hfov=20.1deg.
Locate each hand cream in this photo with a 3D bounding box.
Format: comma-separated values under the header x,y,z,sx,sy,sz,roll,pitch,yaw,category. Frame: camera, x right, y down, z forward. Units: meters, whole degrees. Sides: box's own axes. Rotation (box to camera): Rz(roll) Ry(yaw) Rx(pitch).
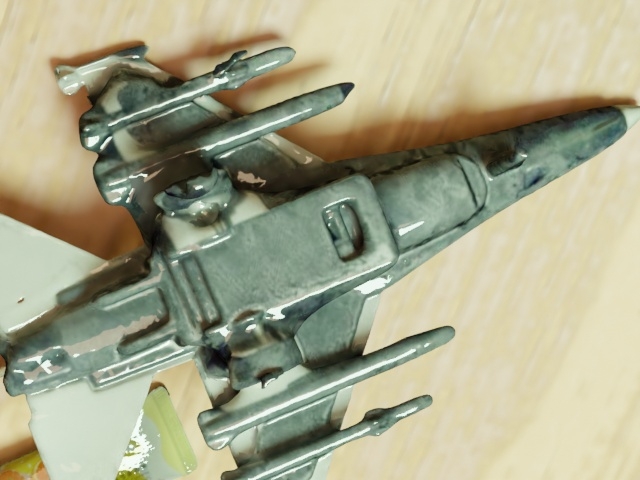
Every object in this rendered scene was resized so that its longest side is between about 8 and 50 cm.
x,y,z,sx,sy,sz,roll,pitch,yaw,category
-0.093,0.082,0.608,0.102,0.022,0.035,-22,111,-3,hand cream

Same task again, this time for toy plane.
x,y,z,sx,sy,sz,roll,pitch,yaw,category
-0.005,0.002,0.552,0.234,0.082,0.160,-22,89,3,toy plane
